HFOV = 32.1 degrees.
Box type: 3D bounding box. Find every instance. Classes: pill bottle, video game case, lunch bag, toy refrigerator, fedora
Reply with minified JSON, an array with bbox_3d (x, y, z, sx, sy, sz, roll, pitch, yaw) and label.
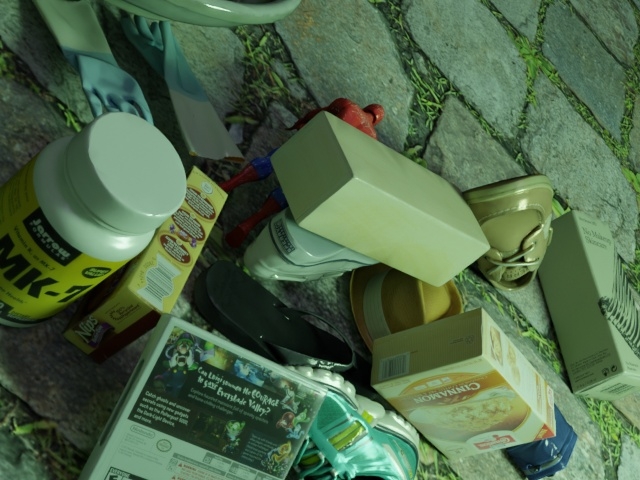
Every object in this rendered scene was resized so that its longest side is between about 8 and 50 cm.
[{"bbox_3d":[-0.217,-0.017,0.954,0.119,0.208,0.119,29,44,-33],"label":"pill bottle"},{"bbox_3d":[-0.103,0.178,1.011,0.190,0.022,0.173,29,85,-32],"label":"video game case"},{"bbox_3d":[0.292,0.269,1.450,0.065,0.067,0.098,52,37,-7],"label":"lunch bag"},{"bbox_3d":[0.070,-0.038,1.264,0.269,0.094,0.102,24,34,-47],"label":"toy refrigerator"},{"bbox_3d":[0.120,0.084,1.380,0.194,0.079,0.194,28,45,-33],"label":"fedora"}]

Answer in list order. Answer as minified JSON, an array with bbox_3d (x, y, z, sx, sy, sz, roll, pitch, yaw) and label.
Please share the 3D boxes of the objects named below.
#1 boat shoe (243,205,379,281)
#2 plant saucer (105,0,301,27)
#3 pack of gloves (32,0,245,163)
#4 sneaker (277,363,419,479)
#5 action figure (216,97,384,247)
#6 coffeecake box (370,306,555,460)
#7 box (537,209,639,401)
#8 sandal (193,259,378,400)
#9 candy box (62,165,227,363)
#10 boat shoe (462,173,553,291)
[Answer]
[{"bbox_3d":[0.000,0.000,1.301,0.258,0.084,0.095,3,59,-58],"label":"boat shoe"},{"bbox_3d":[-0.209,-0.355,1.265,0.400,0.100,0.400,27,33,-19],"label":"plant saucer"},{"bbox_3d":[-0.190,-0.192,1.208,0.195,0.046,0.232,7,43,-49],"label":"pack of gloves"},{"bbox_3d":[0.003,0.204,1.141,0.275,0.107,0.110,31,53,-31],"label":"sneaker"},{"bbox_3d":[-0.036,-0.087,1.335,0.280,0.139,0.091,-36,96,-32],"label":"action figure"},{"bbox_3d":[0.167,0.170,1.284,0.185,0.142,0.068,46,36,-37],"label":"coffeecake box"},{"bbox_3d":[0.414,0.099,1.697,0.113,0.094,0.275,15,54,-43],"label":"box"},{"bbox_3d":[-0.026,0.110,1.211,0.254,0.054,0.097,36,41,-26],"label":"sandal"},{"bbox_3d":[-0.165,0.021,1.071,0.053,0.109,0.186,41,39,-20],"label":"candy box"},{"bbox_3d":[0.257,-0.005,1.480,0.341,0.122,0.110,42,37,-73],"label":"boat shoe"}]
